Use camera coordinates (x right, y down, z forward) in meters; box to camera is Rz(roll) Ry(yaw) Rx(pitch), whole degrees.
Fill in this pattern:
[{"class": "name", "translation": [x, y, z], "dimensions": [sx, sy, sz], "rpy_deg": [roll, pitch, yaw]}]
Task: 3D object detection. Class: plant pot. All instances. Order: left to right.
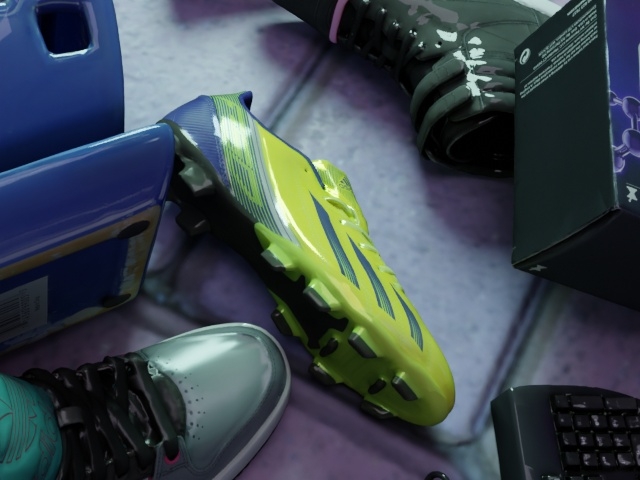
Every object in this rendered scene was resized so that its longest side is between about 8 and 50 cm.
[{"class": "plant pot", "translation": [-0.221, -0.046, 0.505], "dimensions": [0.236, 0.236, 0.212], "rpy_deg": [-24, 77, -24]}]

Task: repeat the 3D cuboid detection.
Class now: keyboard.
[{"class": "keyboard", "translation": [0.147, 0.238, 0.511], "dimensions": [0.202, 0.033, 0.317], "rpy_deg": [0, 60, -7]}]

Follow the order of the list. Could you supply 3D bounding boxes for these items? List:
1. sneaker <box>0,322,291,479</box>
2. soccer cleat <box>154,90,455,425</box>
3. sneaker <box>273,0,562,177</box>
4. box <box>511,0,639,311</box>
[{"class": "sneaker", "translation": [-0.142, 0.103, 0.464], "dimensions": [0.296, 0.178, 0.123], "rpy_deg": [-28, 68, -21]}, {"class": "soccer cleat", "translation": [0.000, -0.001, 0.594], "dimensions": [0.121, 0.093, 0.289], "rpy_deg": [-34, 70, -30]}, {"class": "sneaker", "translation": [0.072, -0.147, 0.676], "dimensions": [0.296, 0.104, 0.146], "rpy_deg": [20, 55, -1]}, {"class": "box", "translation": [0.266, -0.040, 0.596], "dimensions": [0.261, 0.103, 0.184], "rpy_deg": [18, 63, -20]}]
